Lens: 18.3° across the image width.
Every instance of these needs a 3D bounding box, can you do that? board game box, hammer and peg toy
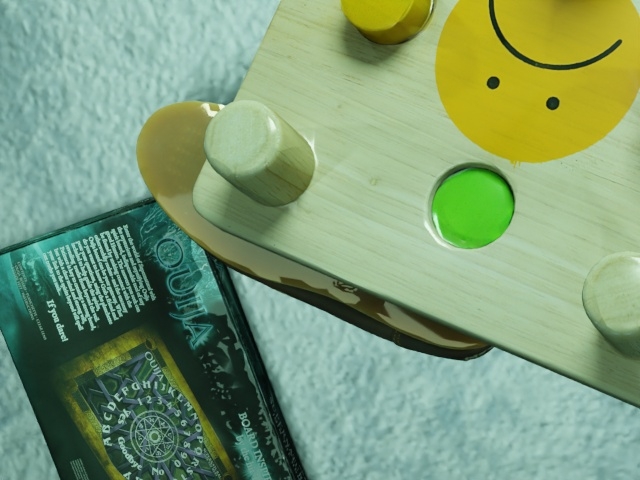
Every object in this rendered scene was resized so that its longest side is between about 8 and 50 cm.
[{"bbox_3d":[-0.093,0.076,1.059,0.126,0.026,0.186,-18,99,13],"label":"board game box"},{"bbox_3d":[0.149,-0.066,0.866,0.361,0.127,0.266,22,84,21],"label":"hammer and peg toy"}]

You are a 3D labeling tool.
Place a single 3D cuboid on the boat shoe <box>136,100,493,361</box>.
[{"bbox_3d":[0.000,0.000,1.002,0.207,0.073,0.073,32,86,1],"label":"boat shoe"}]
